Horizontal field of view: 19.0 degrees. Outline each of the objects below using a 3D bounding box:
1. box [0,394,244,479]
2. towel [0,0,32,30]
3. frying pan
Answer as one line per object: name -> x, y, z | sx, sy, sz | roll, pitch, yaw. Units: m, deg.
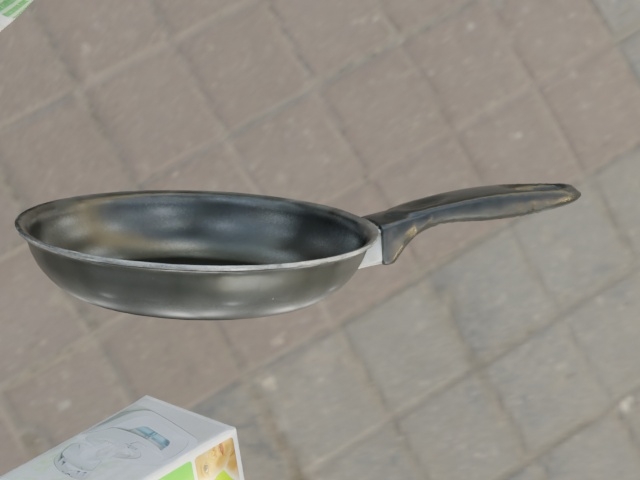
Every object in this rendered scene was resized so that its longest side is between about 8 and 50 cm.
box -> -0.176, 0.303, 1.625 | 0.231, 0.126, 0.262 | -27, 119, -41
towel -> -0.309, -0.248, 1.419 | 0.248, 0.325, 0.038 | 34, 54, -23
frying pan -> -0.024, -0.005, 1.085 | 0.326, 0.197, 0.053 | -10, 108, -47
